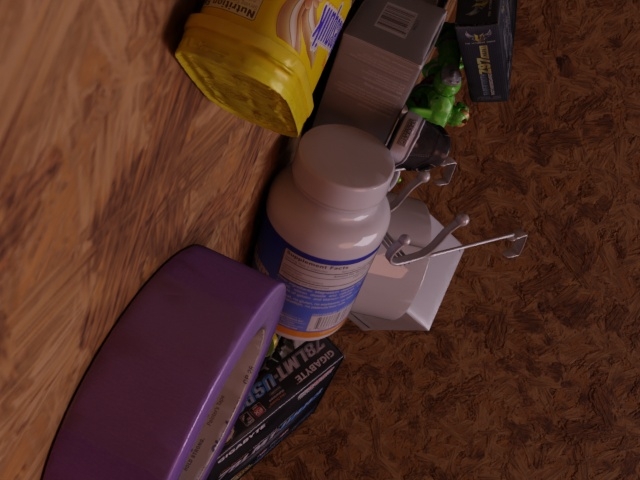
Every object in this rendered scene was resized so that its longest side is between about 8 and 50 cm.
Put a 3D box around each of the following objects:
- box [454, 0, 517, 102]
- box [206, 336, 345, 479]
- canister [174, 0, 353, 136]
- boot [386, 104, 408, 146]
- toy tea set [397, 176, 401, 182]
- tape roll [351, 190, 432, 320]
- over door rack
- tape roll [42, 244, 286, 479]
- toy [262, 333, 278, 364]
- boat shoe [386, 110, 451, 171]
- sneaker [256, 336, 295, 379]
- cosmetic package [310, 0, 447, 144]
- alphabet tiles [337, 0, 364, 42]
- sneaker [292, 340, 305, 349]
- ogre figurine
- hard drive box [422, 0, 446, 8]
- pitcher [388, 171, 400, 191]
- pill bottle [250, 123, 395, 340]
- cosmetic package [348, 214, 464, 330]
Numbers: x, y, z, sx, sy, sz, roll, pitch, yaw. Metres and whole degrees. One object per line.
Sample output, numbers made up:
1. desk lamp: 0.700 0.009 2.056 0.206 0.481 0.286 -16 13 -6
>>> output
1. box: 0.233 -0.336 0.885 0.183 0.059 0.232 45 51 -64
2. box: -0.108 0.320 1.128 0.296 0.073 0.293 -34 160 -31
3. canister: -0.015 -0.164 0.403 0.126 0.073 0.169 54 59 -84
4. boot: 0.068 -0.166 1.236 0.115 0.112 0.305 -32 160 -27
5. toy tea set: 0.114 -0.099 1.680 0.200 0.124 0.335 -13 127 -84
6. tape roll: 0.083 0.018 1.239 0.246 0.169 0.246 -166 -90 -74
7. over door rack: 0.190 -0.077 1.119 0.324 0.239 0.108 -4 135 -36
8. tape roll: -0.129 0.145 0.586 0.275 0.090 0.274 25 90 -84
9. toy: -0.091 0.151 1.158 0.237 0.056 0.136 -63 179 -82
10. boat shoe: 0.128 -0.122 0.835 0.228 0.076 0.080 -59 173 -87
11. sneaker: -0.111 0.291 1.381 0.118 0.107 0.279 -57 175 16
12. cosmetic package: 0.058 -0.182 0.819 0.238 0.107 0.127 109 5 -54
13. alphabet tiles: 0.063 -0.356 0.636 0.342 0.011 0.285 95 20 -75
14. sneaker: -0.024 0.093 1.443 0.169 0.108 0.292 -122 -138 -71
15. ogre figurine: 0.166 -0.208 0.962 0.197 0.097 0.118 -50 -158 33
16. hard drive box: 0.131 -0.339 0.951 0.181 0.089 0.232 -58 172 -55
17. pitcher: 0.122 -0.117 1.544 0.178 0.126 0.207 30 80 -54
18. pill bottle: -0.002 -0.007 0.811 0.272 0.152 0.152 108 8 -45
19. cosmetic package: 0.170 0.077 1.467 0.225 0.138 0.224 -10 -135 53
